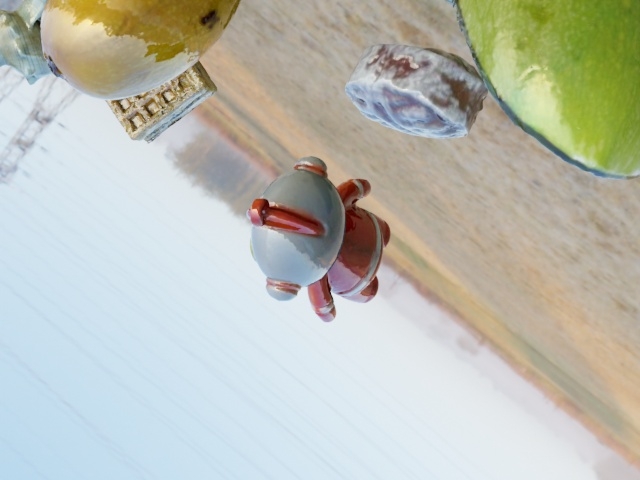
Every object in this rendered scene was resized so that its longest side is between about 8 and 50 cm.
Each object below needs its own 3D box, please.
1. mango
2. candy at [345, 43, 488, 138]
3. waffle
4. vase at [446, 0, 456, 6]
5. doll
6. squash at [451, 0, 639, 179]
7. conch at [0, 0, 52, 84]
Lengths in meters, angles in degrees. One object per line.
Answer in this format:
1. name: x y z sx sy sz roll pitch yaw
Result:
1. mango: -0.154 -0.259 0.738 0.177 0.295 0.120 26 157 29
2. candy: 0.179 -0.283 1.400 0.214 0.157 0.289 30 176 -38
3. waffle: -0.397 -0.392 1.610 0.308 0.213 0.091 56 -169 2
4. vase: 0.297 -0.342 1.045 0.248 0.128 0.128 18 180 11
5. doll: 0.000 0.000 0.663 0.076 0.142 0.245 9 174 30
6. squash: 0.252 -0.196 0.748 0.233 0.309 0.210 14 169 -20
7. conch: -0.380 -0.301 1.020 0.114 0.234 0.137 46 164 24
